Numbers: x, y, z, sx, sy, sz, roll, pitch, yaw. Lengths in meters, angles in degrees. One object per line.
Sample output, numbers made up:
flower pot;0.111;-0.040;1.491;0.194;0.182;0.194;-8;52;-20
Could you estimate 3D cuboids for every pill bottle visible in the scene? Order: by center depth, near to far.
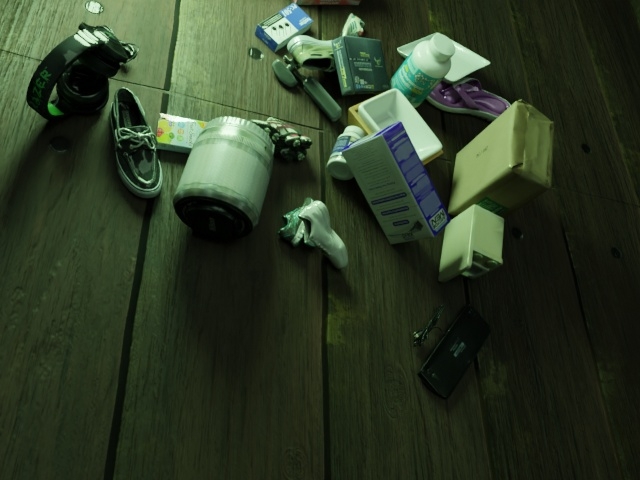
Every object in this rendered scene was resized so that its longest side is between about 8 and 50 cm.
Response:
pill bottle;0.087;-0.283;1.602;0.094;0.094;0.169;26;59;-11
pill bottle;0.361;-0.600;1.774;0.146;0.264;0.146;10;63;-20

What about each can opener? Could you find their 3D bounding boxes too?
can opener;-0.042;-0.504;1.675;0.093;0.074;0.280;-45;87;1

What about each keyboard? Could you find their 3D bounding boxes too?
keyboard;0.382;0.299;1.502;0.201;0.033;0.317;50;56;-4

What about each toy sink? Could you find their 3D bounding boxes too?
toy sink;0.486;0.034;1.601;0.131;0.153;0.234;24;58;-13

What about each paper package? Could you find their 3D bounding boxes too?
paper package;0.599;-0.239;1.677;0.168;0.325;0.309;26;58;-12

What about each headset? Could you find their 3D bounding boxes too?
headset;-0.615;-0.462;1.297;0.185;0.243;0.394;41;35;-8

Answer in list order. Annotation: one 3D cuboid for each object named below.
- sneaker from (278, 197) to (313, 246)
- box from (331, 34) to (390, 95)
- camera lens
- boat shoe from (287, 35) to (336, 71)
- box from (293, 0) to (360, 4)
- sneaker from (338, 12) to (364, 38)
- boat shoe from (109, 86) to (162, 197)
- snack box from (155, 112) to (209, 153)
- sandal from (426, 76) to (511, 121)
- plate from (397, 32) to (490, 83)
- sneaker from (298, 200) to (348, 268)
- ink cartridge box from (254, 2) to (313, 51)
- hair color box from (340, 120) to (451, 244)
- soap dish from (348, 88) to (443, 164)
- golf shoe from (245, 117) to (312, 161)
sneaker;-0.071;-0.065;1.451;0.076;0.065;0.166;25;57;-7
box;0.143;-0.596;1.721;0.233;0.059;0.183;-19;99;-49
camera lens;-0.248;-0.157;1.317;0.220;0.219;0.274;19;60;-15
boat shoe;0.015;-0.616;1.702;0.302;0.109;0.094;-12;75;-43
box;0.031;-0.991;1.876;0.300;0.154;0.142;-15;74;-30
sneaker;0.122;-0.784;1.876;0.075;0.057;0.161;24;56;-6
boat shoe;-0.487;-0.263;1.327;0.113;0.105;0.306;-7;70;-27
snack box;-0.393;-0.300;1.427;0.141;0.037;0.100;7;65;-22
sandal;0.589;-0.576;1.962;0.417;0.102;0.169;8;63;-20
plate;0.481;-0.710;1.970;0.277;0.045;0.278;-33;61;-33
sneaker;0.000;0.000;1.419;0.094;0.080;0.212;-35;106;-32
ink cartridge box;-0.125;-0.748;1.754;0.097;0.046;0.207;43;57;-2
hair color box;0.225;-0.163;1.498;0.110;0.185;0.338;-37;105;-34
soap dish;0.248;-0.355;1.696;0.229;0.118;0.290;-33;83;-33
golf shoe;-0.153;-0.310;1.487;0.273;0.105;0.120;6;40;-48
